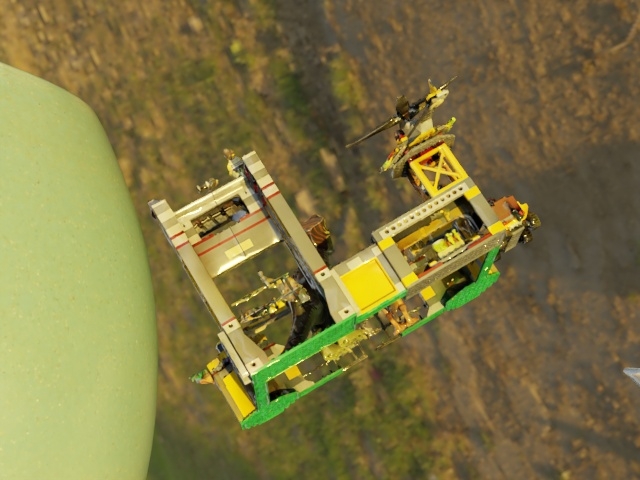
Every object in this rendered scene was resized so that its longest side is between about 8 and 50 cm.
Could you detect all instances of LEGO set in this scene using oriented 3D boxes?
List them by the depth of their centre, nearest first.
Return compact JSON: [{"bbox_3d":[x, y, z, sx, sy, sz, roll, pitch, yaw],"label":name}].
[{"bbox_3d":[0.000,0.000,1.003,0.192,0.331,0.255,58,178,16],"label":"LEGO set"}]

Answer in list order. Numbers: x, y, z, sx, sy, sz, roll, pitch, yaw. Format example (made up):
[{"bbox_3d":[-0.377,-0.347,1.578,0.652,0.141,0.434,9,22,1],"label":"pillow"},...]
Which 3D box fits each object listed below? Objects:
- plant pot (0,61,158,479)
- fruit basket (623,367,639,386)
[{"bbox_3d":[-0.211,0.005,0.607,0.290,0.290,0.195,173,112,-71],"label":"plant pot"},{"bbox_3d":[0.536,0.236,1.208,0.327,0.165,0.353,-2,139,45],"label":"fruit basket"}]
